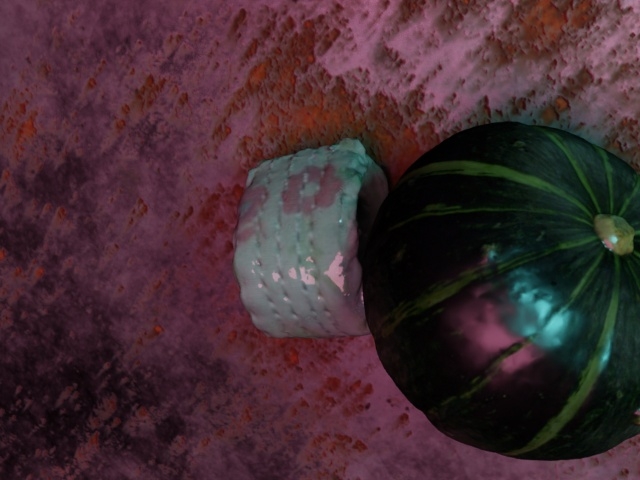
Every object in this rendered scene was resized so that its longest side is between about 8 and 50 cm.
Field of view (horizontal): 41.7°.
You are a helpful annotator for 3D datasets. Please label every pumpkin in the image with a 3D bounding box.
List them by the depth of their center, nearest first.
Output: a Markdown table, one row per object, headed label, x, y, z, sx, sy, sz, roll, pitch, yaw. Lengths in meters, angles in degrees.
| label | x | y | z | sx | sy | sz | roll | pitch | yaw |
| --- | --- | --- | --- | --- | --- | --- | --- | --- | --- |
| pumpkin | 0.198 | 0.045 | 0.789 | 0.323 | 0.323 | 0.241 | 40 | 149 | 2 |

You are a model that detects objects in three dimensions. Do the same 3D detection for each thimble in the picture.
| label | x | y | z | sx | sy | sz | roll | pitch | yaw |
| --- | --- | --- | --- | --- | --- | --- | --- | --- | --- |
| thimble | 0.000 | 0.000 | 0.918 | 0.149 | 0.185 | 0.211 | -6 | 93 | 23 |
